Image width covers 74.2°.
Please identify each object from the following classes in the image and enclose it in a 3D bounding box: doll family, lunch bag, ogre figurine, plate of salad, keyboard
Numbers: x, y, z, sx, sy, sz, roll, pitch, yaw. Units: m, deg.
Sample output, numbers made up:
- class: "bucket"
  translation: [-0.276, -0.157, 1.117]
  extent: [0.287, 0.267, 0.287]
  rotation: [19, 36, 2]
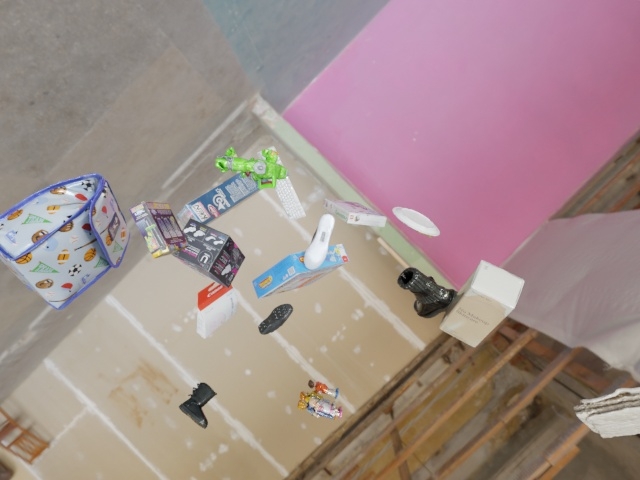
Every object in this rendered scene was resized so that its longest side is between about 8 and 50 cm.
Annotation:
- class: "doll family"
  translation: [-0.013, 0.675, 1.739]
  extent: [0.263, 0.163, 0.118]
  rotation: [-119, -130, -84]
- class: "lunch bag"
  translation: [-0.847, -0.009, 1.444]
  extent: [0.385, 0.239, 0.327]
  rotation: [-49, 160, -33]
- class: "ogre figurine"
  translation: [-0.156, -0.179, 1.053]
  extent: [0.197, 0.118, 0.096]
  rotation: [41, 64, -64]
- class: "plate of salad"
  translation: [0.360, -0.067, 1.611]
  extent: [0.048, 0.200, 0.200]
  rotation: [-65, 170, 25]
- class: "keyboard"
  translation: [-0.129, -0.187, 1.420]
  extent: [0.072, 0.255, 0.014]
  rotation: [-12, -158, 37]

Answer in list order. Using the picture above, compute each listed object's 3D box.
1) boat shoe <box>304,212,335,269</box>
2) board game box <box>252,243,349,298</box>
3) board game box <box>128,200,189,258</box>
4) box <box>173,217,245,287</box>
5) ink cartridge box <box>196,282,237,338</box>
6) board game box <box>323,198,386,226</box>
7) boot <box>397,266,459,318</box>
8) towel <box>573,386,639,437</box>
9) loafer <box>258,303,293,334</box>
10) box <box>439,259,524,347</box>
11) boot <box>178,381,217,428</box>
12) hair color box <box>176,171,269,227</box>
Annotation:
- class: "boat shoe"
  translation: [0.000, 0.000, 1.626]
  extent: [0.076, 0.080, 0.228]
  rotation: [-48, 155, -79]
- class: "board game box"
  translation: [-0.086, 0.132, 1.819]
  extent: [0.302, 0.086, 0.308]
  rotation: [-10, 163, -45]
- class: "board game box"
  translation: [-0.426, -0.030, 1.130]
  extent: [0.048, 0.140, 0.170]
  rotation: [-27, -177, 1]
- class: "box"
  translation: [-0.391, 0.052, 1.490]
  extent: [0.247, 0.164, 0.142]
  rotation: [82, 33, -70]
- class: "ink cartridge box"
  translation: [-0.410, 0.257, 1.698]
  extent: [0.189, 0.066, 0.232]
  rotation: [-38, 155, -46]
- class: "board game box"
  translation: [0.157, -0.136, 2.025]
  extent: [0.305, 0.193, 0.053]
  rotation: [-140, -122, -63]
- class: "boot"
  translation: [0.466, 0.246, 2.008]
  extent: [0.131, 0.260, 0.348]
  rotation: [-68, -172, -25]
- class: "towel"
  translation: [0.687, 0.342, 0.860]
  extent: [0.282, 0.187, 0.049]
  rotation: [-26, -137, 31]
- class: "loafer"
  translation: [-0.200, 0.366, 1.976]
  extent: [0.223, 0.076, 0.078]
  rotation: [-43, 149, 25]
- class: "box"
  translation: [0.525, 0.217, 1.406]
  extent: [0.121, 0.148, 0.311]
  rotation: [-53, 162, -33]
- class: "boot"
  translation: [-0.351, 0.488, 1.263]
  extent: [0.099, 0.121, 0.045]
  rotation: [-43, 143, -36]
- class: "hair color box"
  translation: [-0.387, -0.167, 1.694]
  extent: [0.347, 0.105, 0.174]
  rotation: [-39, -171, -31]
